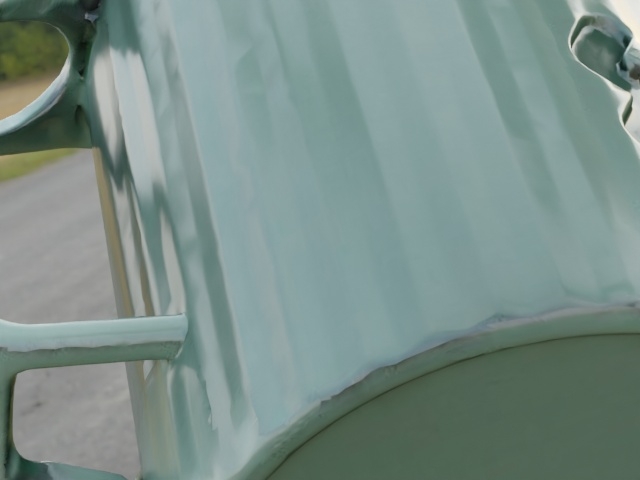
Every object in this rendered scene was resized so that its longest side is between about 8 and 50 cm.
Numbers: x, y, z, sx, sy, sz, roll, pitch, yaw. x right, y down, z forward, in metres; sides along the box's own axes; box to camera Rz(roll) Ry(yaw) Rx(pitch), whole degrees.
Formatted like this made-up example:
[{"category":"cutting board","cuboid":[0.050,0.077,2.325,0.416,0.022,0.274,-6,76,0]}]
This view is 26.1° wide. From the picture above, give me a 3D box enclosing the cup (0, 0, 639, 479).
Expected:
[{"category":"cup","cuboid":[0.010,0.018,0.622,0.401,0.310,0.392,-19,37,5]}]
